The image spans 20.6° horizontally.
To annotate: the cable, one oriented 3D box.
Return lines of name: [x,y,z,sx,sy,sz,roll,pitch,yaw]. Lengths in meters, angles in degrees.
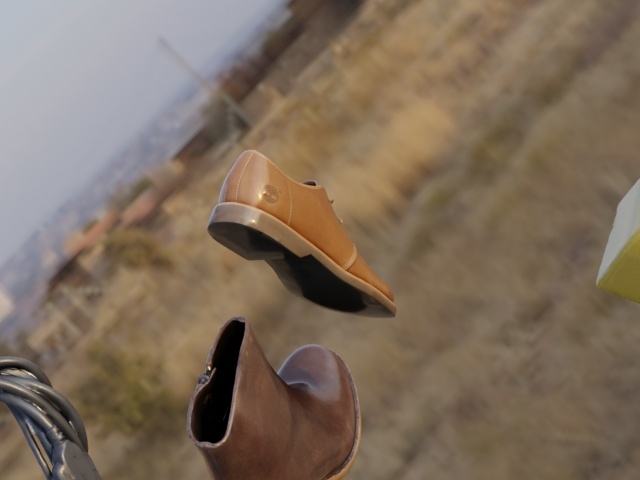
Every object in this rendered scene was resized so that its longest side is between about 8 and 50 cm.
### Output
cable: [-0.208,0.156,1.091,0.150,0.184,0.047,-28,2,20]

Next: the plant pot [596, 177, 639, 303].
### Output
plant pot: [0.249,-0.005,1.215,0.083,0.081,0.081,110,-178,-56]

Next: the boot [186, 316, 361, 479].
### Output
boot: [-0.034,0.129,1.391,0.090,0.207,0.248,2,45,16]

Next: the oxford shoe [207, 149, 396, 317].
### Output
oxford shoe: [0.000,0.000,1.316,0.076,0.212,0.076,-1,64,33]
